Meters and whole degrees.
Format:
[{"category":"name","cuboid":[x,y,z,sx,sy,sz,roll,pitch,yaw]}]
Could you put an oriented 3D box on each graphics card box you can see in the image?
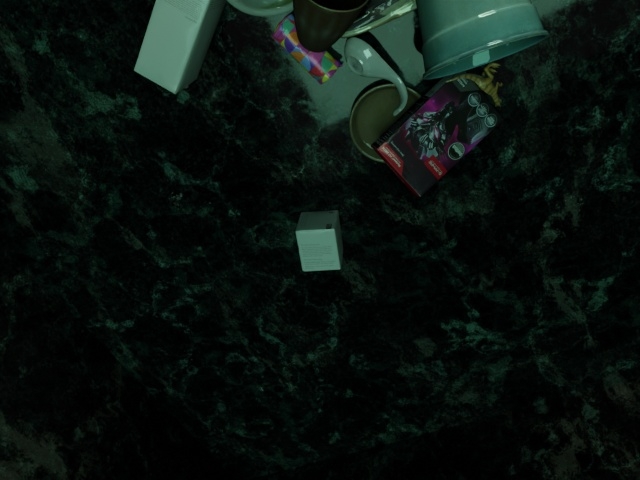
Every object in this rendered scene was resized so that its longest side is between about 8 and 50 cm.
[{"category":"graphics card box","cuboid":[0.379,-0.352,1.669,0.371,0.094,0.233,-43,109,8]}]

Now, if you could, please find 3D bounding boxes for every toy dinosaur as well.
[{"category":"toy dinosaur","cuboid":[0.498,-0.486,1.558,0.211,0.064,0.112,25,86,-21]}]

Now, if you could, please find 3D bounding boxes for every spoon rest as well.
[{"category":"spoon rest","cuboid":[0.178,-0.528,1.612,0.084,0.137,0.276,-44,98,-15]}]

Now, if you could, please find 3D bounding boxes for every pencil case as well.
[{"category":"pencil case","cuboid":[-0.043,-0.603,1.618,0.236,0.104,0.104,39,118,-20]}]

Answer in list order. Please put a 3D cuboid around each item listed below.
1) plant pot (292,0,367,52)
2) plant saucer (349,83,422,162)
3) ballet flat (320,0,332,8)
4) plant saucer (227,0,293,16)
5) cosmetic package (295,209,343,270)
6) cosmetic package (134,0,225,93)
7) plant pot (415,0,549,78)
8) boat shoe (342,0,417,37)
[{"category":"plant pot","cuboid":[0.010,-0.656,1.455,0.215,0.216,0.230,20,157,-6]},{"category":"plant saucer","cuboid":[0.237,-0.400,1.743,0.277,0.041,0.278,3,122,5]},{"category":"ballet flat","cuboid":[0.038,-0.765,1.520,0.070,0.070,0.188,28,134,-11]},{"category":"plant saucer","cuboid":[-0.132,-0.829,1.406,0.400,0.101,0.401,-23,152,-13]},{"category":"cosmetic package","cuboid":[0.000,0.000,1.956,0.151,0.151,0.184,-4,121,10]},{"category":"cosmetic package","cuboid":[-0.415,-0.664,1.562,0.155,0.197,0.366,29,120,-9]},{"category":"plant pot","cuboid":[0.401,-0.655,1.378,0.340,0.341,0.335,-15,97,15]},{"category":"boat shoe","cuboid":[0.181,-0.699,1.531,0.285,0.103,0.092,-20,113,14]}]
